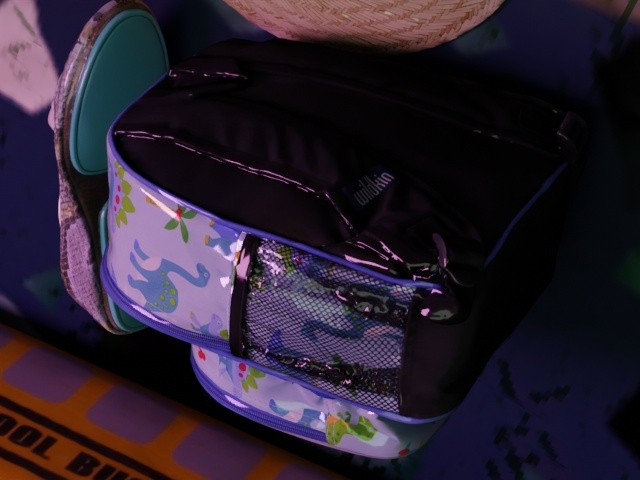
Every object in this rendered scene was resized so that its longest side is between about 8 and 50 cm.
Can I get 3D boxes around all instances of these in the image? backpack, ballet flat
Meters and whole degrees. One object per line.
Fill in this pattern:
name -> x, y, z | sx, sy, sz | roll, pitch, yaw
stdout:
backpack -> 0.000, 0.000, 0.416 | 0.114, 0.105, 0.084 | 21, 125, 18
ballet flat -> -0.070, -0.025, 0.483 | 0.041, 0.041, 0.114 | 14, 121, 21

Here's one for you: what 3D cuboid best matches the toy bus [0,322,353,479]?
toy bus -> -0.050, 0.132, 0.500 | 0.332, 0.130, 0.108 | 22, 124, 16

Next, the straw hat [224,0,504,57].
straw hat -> -0.006, -0.103, 0.389 | 0.144, 0.061, 0.144 | 12, 122, 21
